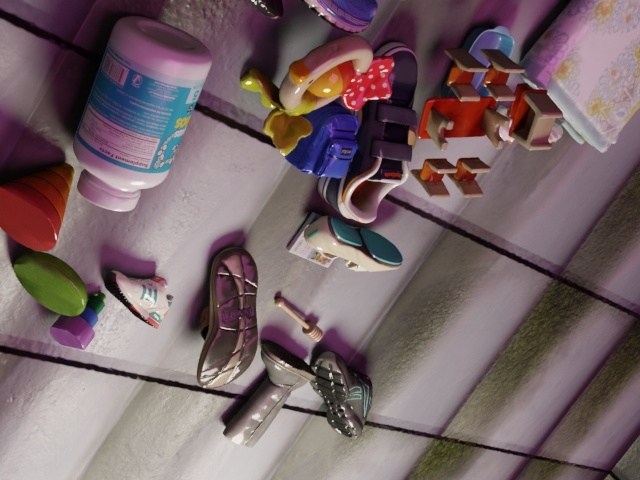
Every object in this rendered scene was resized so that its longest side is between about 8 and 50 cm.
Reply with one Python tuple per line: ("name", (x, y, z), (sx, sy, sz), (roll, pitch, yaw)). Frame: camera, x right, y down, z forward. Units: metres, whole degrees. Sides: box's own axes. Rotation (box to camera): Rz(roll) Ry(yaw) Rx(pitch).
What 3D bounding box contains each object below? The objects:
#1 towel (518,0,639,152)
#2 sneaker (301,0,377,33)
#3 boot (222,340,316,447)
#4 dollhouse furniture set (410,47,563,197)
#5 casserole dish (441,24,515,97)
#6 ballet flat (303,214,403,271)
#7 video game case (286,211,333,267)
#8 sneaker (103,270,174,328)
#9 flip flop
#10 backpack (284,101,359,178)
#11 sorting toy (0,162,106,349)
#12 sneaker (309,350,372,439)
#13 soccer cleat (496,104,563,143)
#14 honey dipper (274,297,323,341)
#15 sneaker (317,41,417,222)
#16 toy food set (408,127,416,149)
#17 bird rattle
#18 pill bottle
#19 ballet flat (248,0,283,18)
("towel", (0.574, -0.375, 2.203), (0.320, 0.090, 0.374), (-53, 140, 4))
("sneaker", (-0.002, -0.425, 1.619), (0.147, 0.130, 0.330), (-49, 141, 7))
("boot", (-0.122, 0.311, 2.197), (0.208, 0.076, 0.189), (-42, 139, 6))
("dollhouse furniture set", (0.297, -0.226, 2.025), (0.259, 0.135, 0.262), (-4, 126, -25))
("casserole dish", (0.285, -0.316, 2.035), (0.114, 0.037, 0.188), (5, 120, -44))
("ballet flat", (0.058, 0.014, 2.079), (0.248, 0.086, 0.086), (26, 104, -48))
("video game case", (0.000, 0.000, 2.075), (0.122, 0.011, 0.087), (24, 105, -49))
("sneaker", (-0.301, 0.081, 1.856), (0.075, 0.057, 0.161), (-54, 142, -16))
("flip flop", (-0.175, 0.138, 1.997), (0.112, 0.080, 0.277), (-7, 112, -32))
("backpack", (0.015, -0.171, 1.873), (0.098, 0.101, 0.120), (-4, 124, -50))
("sorting toy", (-0.392, 0.016, 1.702), (0.126, 0.127, 0.365), (-57, 154, -36))
("sneaker", (0.048, 0.308, 2.336), (0.106, 0.101, 0.267), (-51, 145, -30))
("soccer cleat", (0.420, -0.234, 2.202), (0.196, 0.068, 0.076), (-4, 122, -36))
("honey dipper", (-0.044, 0.153, 2.152), (0.030, 0.030, 0.161), (-45, 139, -1))
("sneaker", (0.111, -0.180, 1.931), (0.126, 0.127, 0.321), (0, 121, -40))
("toy food set", (0.142, -0.179, 2.038), (0.082, 0.020, 0.083), (-39, 141, -8))
("bird rattle", (0.015, -0.246, 1.732), (0.253, 0.143, 0.207), (-20, 166, -17))
("pill bottle", (-0.266, -0.176, 1.586), (0.146, 0.146, 0.264), (3, 121, -43))
("ballet flat", (-0.113, -0.380, 1.635), (0.049, 0.057, 0.173), (-16, 152, 31))
